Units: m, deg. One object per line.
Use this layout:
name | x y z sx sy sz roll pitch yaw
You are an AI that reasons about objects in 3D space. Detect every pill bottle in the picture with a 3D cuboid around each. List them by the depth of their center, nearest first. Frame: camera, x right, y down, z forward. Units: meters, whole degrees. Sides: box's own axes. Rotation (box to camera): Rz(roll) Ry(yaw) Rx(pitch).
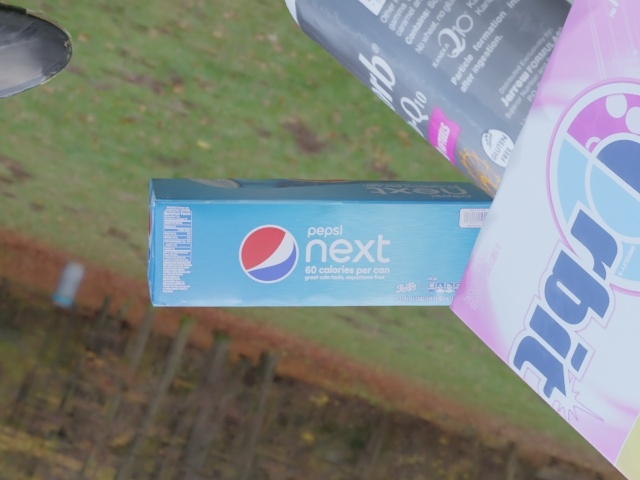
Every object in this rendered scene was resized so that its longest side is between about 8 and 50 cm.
pill bottle | 0.081 -0.142 0.725 0.278 0.162 0.162 43 180 17

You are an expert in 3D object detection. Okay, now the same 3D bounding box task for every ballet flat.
ballet flat | -0.221 -0.103 0.722 0.173 0.057 0.049 -6 -156 -7

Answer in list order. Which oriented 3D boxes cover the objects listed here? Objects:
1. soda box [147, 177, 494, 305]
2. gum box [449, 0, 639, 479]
soda box | 0.000 0.000 0.821 0.210 0.067 0.071 1 -167 -10
gum box | 0.121 -0.013 0.438 0.062 0.188 0.107 -14 -134 -36
